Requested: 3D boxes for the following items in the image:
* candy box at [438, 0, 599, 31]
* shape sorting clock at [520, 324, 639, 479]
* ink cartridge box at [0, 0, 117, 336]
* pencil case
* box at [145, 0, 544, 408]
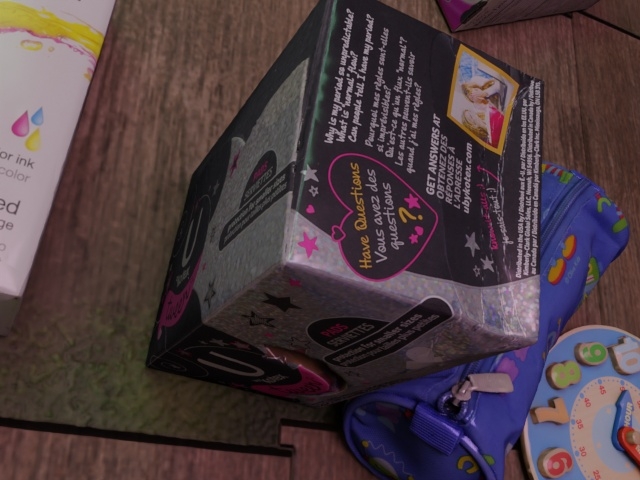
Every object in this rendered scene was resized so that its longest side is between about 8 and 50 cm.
[{"bbox_3d":[0.210,-0.323,0.787,0.233,0.071,0.159,-18,81,-32],"label":"candy box"},{"bbox_3d":[0.266,0.176,0.650,0.206,0.040,0.206,10,67,-25],"label":"shape sorting clock"},{"bbox_3d":[-0.245,-0.107,0.438,0.201,0.117,0.278,18,64,-21],"label":"ink cartridge box"},{"bbox_3d":[0.139,0.062,0.573,0.119,0.133,0.306,36,56,9],"label":"pencil case"},{"bbox_3d":[0.000,0.000,0.451,0.142,0.247,0.163,19,64,-19],"label":"box"}]
